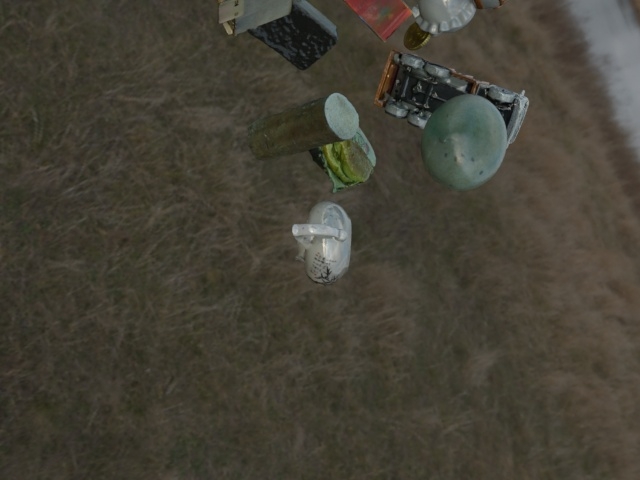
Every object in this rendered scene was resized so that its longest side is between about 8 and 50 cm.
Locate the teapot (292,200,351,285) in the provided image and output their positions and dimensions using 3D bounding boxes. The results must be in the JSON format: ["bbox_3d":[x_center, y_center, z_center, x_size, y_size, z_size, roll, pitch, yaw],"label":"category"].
[{"bbox_3d":[0.000,0.000,1.872,0.300,0.165,0.208,65,39,-74],"label":"teapot"}]

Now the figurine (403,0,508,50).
[{"bbox_3d":[0.251,-0.429,1.314,0.143,0.271,0.143,30,25,-15],"label":"figurine"}]

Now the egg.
[{"bbox_3d":[0.286,-0.196,1.535,0.169,0.169,0.236,55,33,-23],"label":"egg"}]

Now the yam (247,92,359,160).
[{"bbox_3d":[-0.043,-0.211,1.467,0.093,0.259,0.093,7,80,-42],"label":"yam"}]

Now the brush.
[{"bbox_3d":[-0.063,-0.465,1.687,0.197,0.123,0.059,28,37,-39],"label":"brush"}]

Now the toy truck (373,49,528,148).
[{"bbox_3d":[0.361,-0.376,2.061,0.387,0.173,0.207,27,25,21],"label":"toy truck"}]

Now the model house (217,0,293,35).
[{"bbox_3d":[-0.149,-0.513,1.359,0.271,0.178,0.206,126,-60,-81],"label":"model house"}]

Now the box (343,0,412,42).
[{"bbox_3d":[0.144,-0.613,1.991,0.175,0.112,0.048,37,14,-37],"label":"box"}]

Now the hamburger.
[{"bbox_3d":[0.072,-0.239,2.215,0.214,0.125,0.235,50,37,-28],"label":"hamburger"}]
